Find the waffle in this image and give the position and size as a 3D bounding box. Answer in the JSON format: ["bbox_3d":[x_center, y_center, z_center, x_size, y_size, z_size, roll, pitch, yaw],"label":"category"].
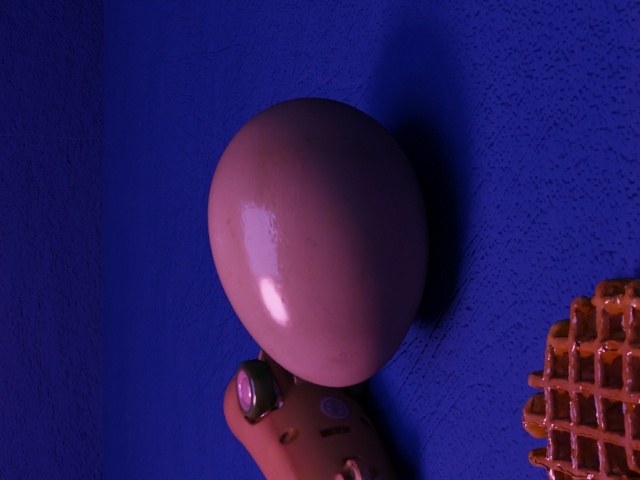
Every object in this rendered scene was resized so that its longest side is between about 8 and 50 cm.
[{"bbox_3d":[0.185,0.116,0.551,0.191,0.038,0.191,179,90,-67],"label":"waffle"}]

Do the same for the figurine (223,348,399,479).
[{"bbox_3d":[-0.013,0.245,0.915,0.324,0.124,0.222,57,141,45],"label":"figurine"}]

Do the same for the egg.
[{"bbox_3d":[0.000,0.000,0.792,0.188,0.189,0.253,149,115,-64],"label":"egg"}]
